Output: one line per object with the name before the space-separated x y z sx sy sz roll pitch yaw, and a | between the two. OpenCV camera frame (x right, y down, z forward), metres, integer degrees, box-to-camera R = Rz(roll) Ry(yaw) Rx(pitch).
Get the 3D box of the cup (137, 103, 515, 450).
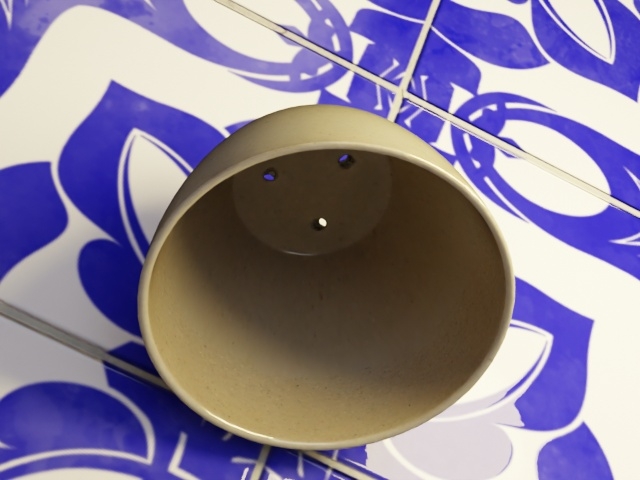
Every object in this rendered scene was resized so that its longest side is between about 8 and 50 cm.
cup | 0.000 0.000 1.087 0.331 0.331 0.237 16 30 -13
